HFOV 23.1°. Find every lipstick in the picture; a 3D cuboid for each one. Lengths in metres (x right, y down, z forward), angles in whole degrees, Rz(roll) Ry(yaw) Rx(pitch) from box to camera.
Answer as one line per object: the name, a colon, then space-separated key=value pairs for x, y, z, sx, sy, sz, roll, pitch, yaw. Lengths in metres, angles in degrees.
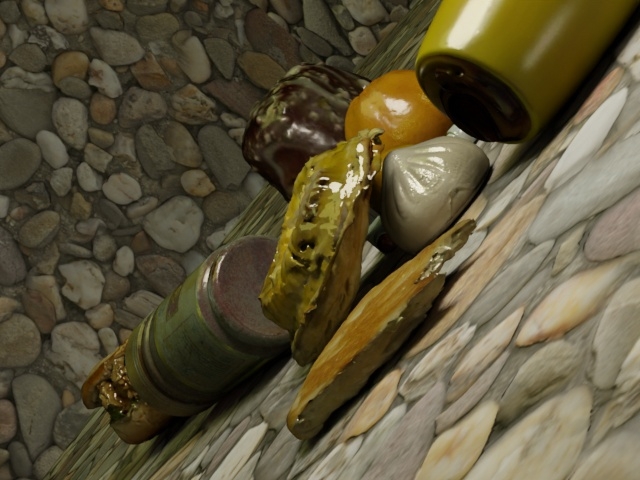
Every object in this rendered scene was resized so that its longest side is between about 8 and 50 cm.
lipstick: x=0.073 y=-0.002 z=1.801 sx=0.030 sy=0.030 sz=0.129 roll=-49 pitch=6 yaw=4

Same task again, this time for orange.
orange: x=0.095 y=-0.068 z=1.805 sx=0.095 sy=0.085 sz=0.085 roll=-40 pitch=6 yaw=-3
orange: x=0.101 y=-0.141 z=1.944 sx=0.159 sy=0.136 sz=0.159 roll=-46 pitch=8 yaw=8

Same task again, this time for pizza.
pizza: x=0.061 y=0.073 z=1.436 sx=0.262 sy=0.034 sz=0.181 roll=-47 pitch=8 yaw=30

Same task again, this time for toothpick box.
toothpick box: x=0.211 y=-0.229 z=1.549 sx=0.271 sy=0.175 sz=0.175 roll=-56 pitch=8 yaw=-21

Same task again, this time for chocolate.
chocolate: x=-0.018 y=-0.198 z=2.762 sx=0.225 sy=0.210 sz=0.340 roll=-48 pitch=6 yaw=34

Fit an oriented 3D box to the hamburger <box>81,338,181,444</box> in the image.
hamburger: x=-0.234 y=0.190 z=2.330 sx=0.243 sy=0.146 sz=0.286 roll=-45 pitch=-1 yaw=-10

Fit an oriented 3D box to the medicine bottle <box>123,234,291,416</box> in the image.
medicine bottle: x=-0.129 y=0.111 z=1.998 sx=0.151 sy=0.151 sz=0.322 roll=-54 pitch=8 yaw=-32

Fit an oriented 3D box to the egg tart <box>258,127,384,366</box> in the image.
egg tart: x=0.000 y=0.000 z=1.685 sx=0.279 sy=0.095 sz=0.279 roll=-164 pitch=90 yaw=-87

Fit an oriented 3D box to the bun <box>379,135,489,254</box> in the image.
bun: x=0.106 y=-0.060 z=1.648 sx=0.138 sy=0.094 sz=0.138 roll=-50 pitch=3 yaw=3

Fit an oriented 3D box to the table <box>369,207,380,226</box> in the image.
table: x=0.056 y=-0.040 z=2.081 sx=0.133 sy=0.043 sz=0.133 roll=-49 pitch=7 yaw=8

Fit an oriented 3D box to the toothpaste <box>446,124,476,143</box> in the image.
toothpaste: x=0.215 y=-0.179 z=1.863 sx=0.218 sy=0.033 sz=0.052 roll=-49 pitch=7 yaw=-17
